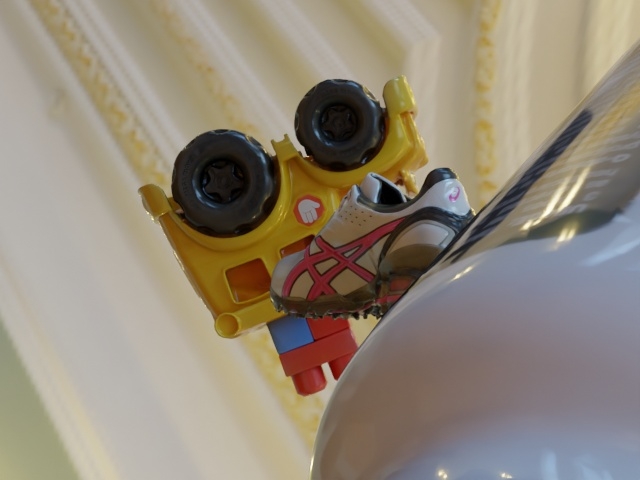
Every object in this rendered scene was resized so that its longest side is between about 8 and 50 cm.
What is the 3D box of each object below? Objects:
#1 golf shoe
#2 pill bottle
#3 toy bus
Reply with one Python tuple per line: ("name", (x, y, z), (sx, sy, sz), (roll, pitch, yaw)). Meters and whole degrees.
("golf shoe", (0.032, 0.005, 0.936), (0.186, 0.067, 0.086), (-10, -98, 55))
("pill bottle", (0.125, 0.059, 0.470), (0.210, 0.363, 0.210), (18, -53, 25))
("toy bus", (0.000, 0.000, 1.217), (0.220, 0.149, 0.211), (-25, -95, 2))
